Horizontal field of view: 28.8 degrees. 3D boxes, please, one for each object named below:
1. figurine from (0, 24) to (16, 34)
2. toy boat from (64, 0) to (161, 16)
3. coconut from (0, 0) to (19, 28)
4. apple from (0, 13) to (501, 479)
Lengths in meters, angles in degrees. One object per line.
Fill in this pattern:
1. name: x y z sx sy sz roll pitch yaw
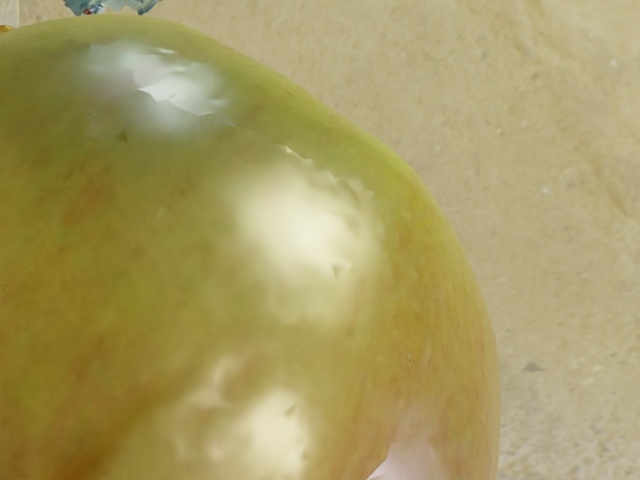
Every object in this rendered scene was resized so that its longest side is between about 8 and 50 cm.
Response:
1. figurine: -0.381 -0.026 1.233 0.401 0.268 0.387 6 105 16
2. toy boat: -0.237 -0.340 1.557 0.102 0.215 0.088 29 48 -22
3. coconut: -0.463 -0.290 1.429 0.222 0.202 0.202 -8 81 -25
4. apple: -0.077 0.073 0.558 0.338 0.338 0.305 24 78 -7
